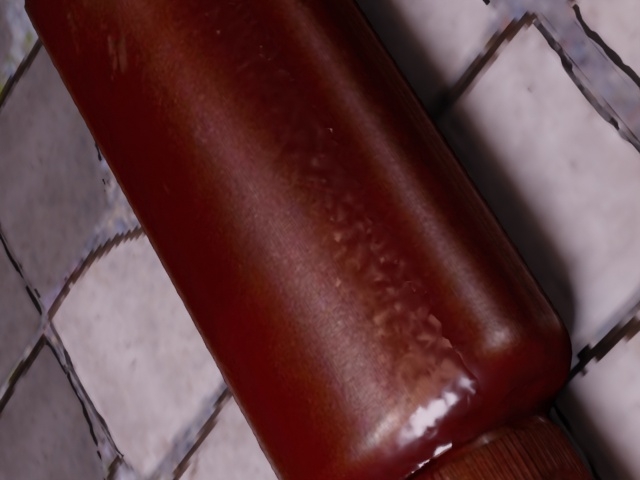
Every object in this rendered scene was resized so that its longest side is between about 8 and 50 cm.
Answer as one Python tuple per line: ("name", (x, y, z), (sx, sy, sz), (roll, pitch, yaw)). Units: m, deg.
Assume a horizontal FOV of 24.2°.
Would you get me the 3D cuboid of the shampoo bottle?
("shampoo bottle", (0.000, 0.000, 0.433), (0.102, 0.064, 0.260), (-46, 63, 33))
